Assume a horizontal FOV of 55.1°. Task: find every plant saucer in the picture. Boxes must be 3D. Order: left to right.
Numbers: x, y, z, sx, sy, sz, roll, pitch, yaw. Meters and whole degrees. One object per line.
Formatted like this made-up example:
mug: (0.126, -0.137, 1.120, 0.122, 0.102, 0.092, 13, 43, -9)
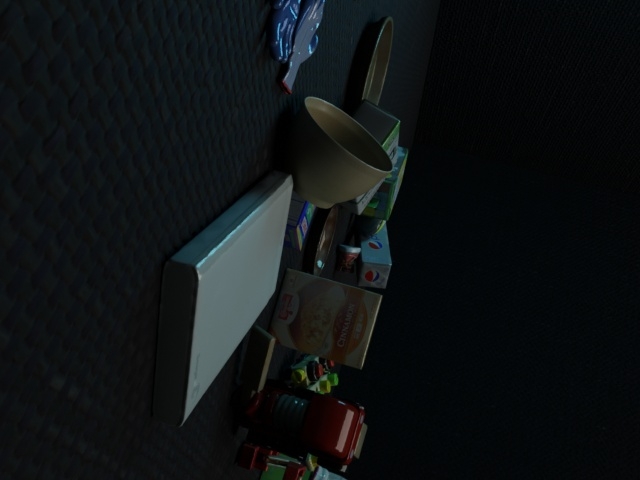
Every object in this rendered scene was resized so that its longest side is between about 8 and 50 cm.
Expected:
plant saucer: (0.000, 0.000, 1.352, 0.168, 0.029, 0.168, 16, 90, -82)
plant saucer: (0.106, -0.356, 1.357, 0.278, 0.041, 0.277, 15, 90, -81)

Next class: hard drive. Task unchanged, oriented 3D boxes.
hard drive: (-0.110, 0.052, 0.757, 0.307, 0.040, 0.202, -57, 161, -63)

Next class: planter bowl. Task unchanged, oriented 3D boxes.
planter bowl: (0.010, -0.117, 0.898, 0.109, 0.162, 0.162, -48, -178, 24)

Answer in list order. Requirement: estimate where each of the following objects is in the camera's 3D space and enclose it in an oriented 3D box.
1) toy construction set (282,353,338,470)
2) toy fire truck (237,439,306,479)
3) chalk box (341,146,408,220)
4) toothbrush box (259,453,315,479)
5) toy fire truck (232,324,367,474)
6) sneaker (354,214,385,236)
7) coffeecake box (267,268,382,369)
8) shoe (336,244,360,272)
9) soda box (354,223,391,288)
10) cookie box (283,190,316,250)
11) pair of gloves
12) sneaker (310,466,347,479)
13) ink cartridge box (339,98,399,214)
toy construction set: (-0.027, 0.386, 1.453, 0.328, 0.151, 0.214, 33, 48, -88)
toy fire truck: (-0.090, 0.433, 1.207, 0.192, 0.135, 0.047, 52, 54, -78)
chalk box: (0.135, -0.145, 1.594, 0.132, 0.133, 0.213, 96, 14, -45)
toothbrush box: (-0.096, 0.658, 1.592, 0.206, 0.122, 0.283, 91, 19, -57)
toy fire truck: (-0.046, 0.264, 1.010, 0.246, 0.217, 0.158, 59, 46, -57)
sneaker: (0.153, -0.157, 1.831, 0.121, 0.111, 0.299, -17, 117, -67)
coffeecake box: (0.009, 0.146, 1.157, 0.068, 0.186, 0.142, 39, 67, -80)
shoe: (0.082, 0.057, 1.819, 0.178, 0.064, 0.081, 18, 82, -85)
soda box: (0.160, 0.024, 1.928, 0.286, 0.091, 0.098, -89, -173, -54)
cookie box: (-0.036, -0.051, 1.014, 0.092, 0.040, 0.107, 86, 23, -67)
pair of gloves: (-0.027, -0.274, 0.760, 0.198, 0.023, 0.159, 55, 51, -77)
sneaker: (0.013, 0.690, 1.564, 0.103, 0.111, 0.252, -59, 162, -56)
ink cartridge box: (0.083, -0.163, 1.263, 0.160, 0.093, 0.219, -55, 167, -7)
